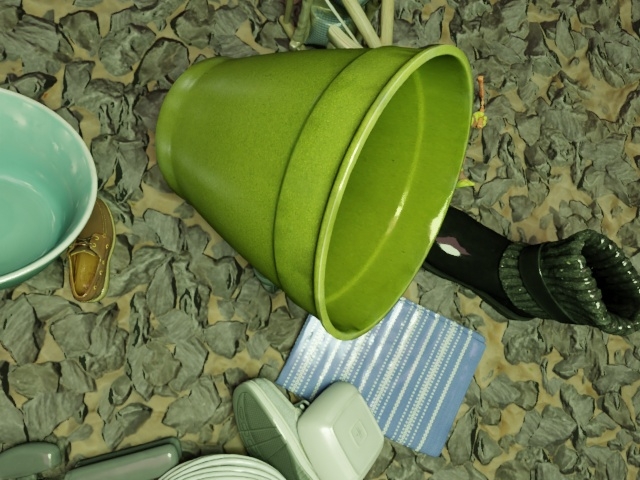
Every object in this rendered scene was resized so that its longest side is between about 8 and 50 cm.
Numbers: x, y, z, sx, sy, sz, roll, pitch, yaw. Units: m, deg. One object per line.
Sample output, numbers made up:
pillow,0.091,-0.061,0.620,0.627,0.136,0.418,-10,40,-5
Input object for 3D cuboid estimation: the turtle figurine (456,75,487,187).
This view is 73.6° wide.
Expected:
turtle figurine,0.230,-0.210,0.800,0.269,0.087,0.218,-2,93,-49

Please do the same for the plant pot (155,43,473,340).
plant pot,-0.030,-0.109,0.609,0.353,0.366,0.367,26,78,28

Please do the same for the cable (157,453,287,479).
cable,-0.148,0.451,0.647,0.257,0.089,0.257,-11,106,-1

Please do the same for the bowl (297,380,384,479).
bowl,0.044,0.310,0.683,0.142,0.053,0.142,-27,90,-50

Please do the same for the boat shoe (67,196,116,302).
boat shoe,-0.375,0.013,0.697,0.064,0.060,0.178,1,84,-10

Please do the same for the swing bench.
swing bench,0.047,-0.335,0.712,0.165,0.253,0.255,-13,86,-11

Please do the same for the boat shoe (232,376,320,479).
boat shoe,-0.025,0.354,0.711,0.320,0.118,0.103,51,39,1

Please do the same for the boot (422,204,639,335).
boot,0.323,0.028,0.721,0.348,0.260,0.131,31,80,-6

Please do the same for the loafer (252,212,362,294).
loafer,0.000,0.000,0.770,0.267,0.084,0.096,-34,60,-15

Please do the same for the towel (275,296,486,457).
towel,0.120,0.220,0.785,0.336,0.040,0.243,27,83,-5

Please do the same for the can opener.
can opener,-0.362,0.350,0.659,0.280,0.074,0.093,-6,85,-11

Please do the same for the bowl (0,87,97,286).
bowl,-0.489,-0.049,0.603,0.311,0.163,0.312,12,61,-22
